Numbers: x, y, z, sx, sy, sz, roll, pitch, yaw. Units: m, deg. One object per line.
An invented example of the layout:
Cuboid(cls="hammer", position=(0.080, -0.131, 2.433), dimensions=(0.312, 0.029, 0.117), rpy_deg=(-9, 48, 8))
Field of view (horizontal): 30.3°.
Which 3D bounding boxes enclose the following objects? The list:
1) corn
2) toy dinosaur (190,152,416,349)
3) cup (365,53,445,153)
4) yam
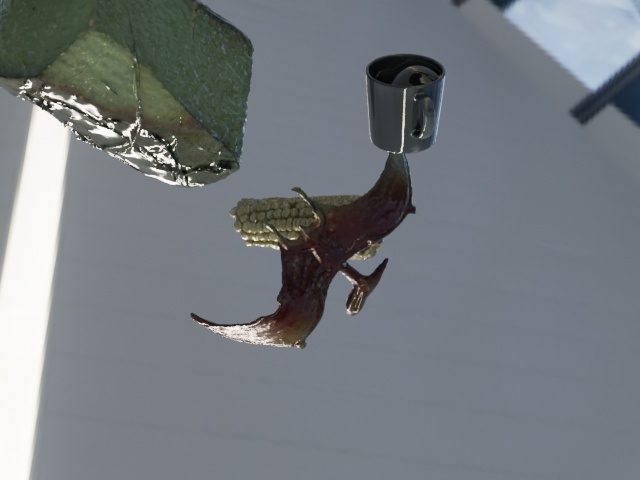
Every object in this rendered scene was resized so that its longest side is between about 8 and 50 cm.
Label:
Cuboid(cls="corn", position=(-0.015, -0.017, 1.586), dimensions=(0.211, 0.087, 0.087), rpy_deg=(1, -164, 26))
Cuboid(cls="toy dinosaur", position=(-0.001, -0.009, 1.464), dimensions=(0.207, 0.327, 0.113), rpy_deg=(10, -161, -37))
Cuboid(cls="cup", position=(0.087, -0.129, 1.166), dimensions=(0.078, 0.077, 0.100), rpy_deg=(-11, -146, -14))
Cuboid(cls="yam", position=(-0.224, -0.191, 1.251), dimensions=(0.202, 0.202, 0.271), rpy_deg=(-3, 160, 30))
